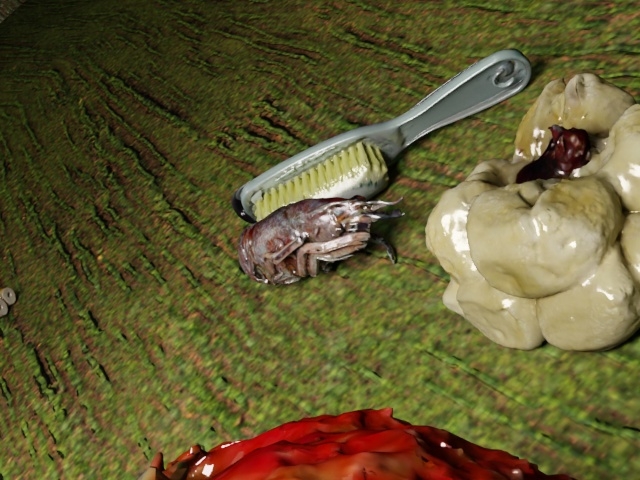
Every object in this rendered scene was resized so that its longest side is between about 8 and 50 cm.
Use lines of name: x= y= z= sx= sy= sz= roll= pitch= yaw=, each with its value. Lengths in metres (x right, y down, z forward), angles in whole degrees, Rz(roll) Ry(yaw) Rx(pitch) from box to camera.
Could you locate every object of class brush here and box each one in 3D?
brush: x=0.054 y=-0.071 z=0.982 sx=0.296 sy=0.068 sz=0.060 roll=-29 pitch=48 yaw=17

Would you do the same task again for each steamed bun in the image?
steamed bun: x=0.157 y=-0.022 z=0.710 sx=0.177 sy=0.106 sz=0.192 roll=-46 pitch=29 yaw=-9

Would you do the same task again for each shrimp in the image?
shrimp: x=0.000 y=-0.001 z=0.924 sx=0.190 sy=0.073 sz=0.075 roll=-24 pitch=35 yaw=39

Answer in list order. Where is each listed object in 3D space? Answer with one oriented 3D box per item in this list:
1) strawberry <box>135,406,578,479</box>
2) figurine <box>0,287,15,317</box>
strawberry: x=0.045 y=0.201 z=0.379 sx=0.351 sy=0.267 sz=0.312 roll=12 pitch=46 yaw=28
figurine: x=-0.433 y=0.077 z=1.369 sx=0.143 sy=0.068 sz=0.101 roll=-22 pitch=34 yaw=8
